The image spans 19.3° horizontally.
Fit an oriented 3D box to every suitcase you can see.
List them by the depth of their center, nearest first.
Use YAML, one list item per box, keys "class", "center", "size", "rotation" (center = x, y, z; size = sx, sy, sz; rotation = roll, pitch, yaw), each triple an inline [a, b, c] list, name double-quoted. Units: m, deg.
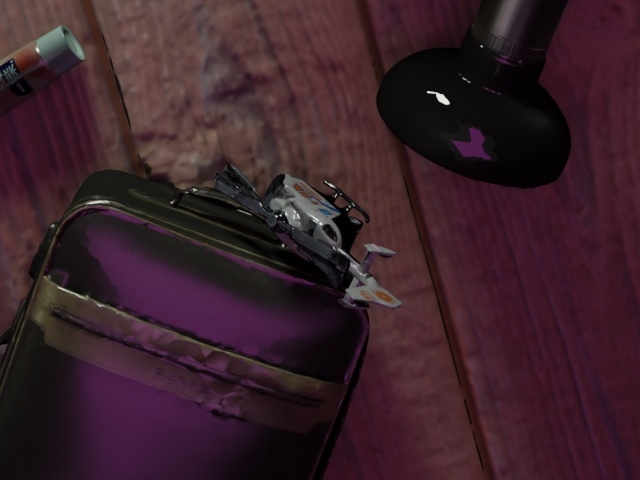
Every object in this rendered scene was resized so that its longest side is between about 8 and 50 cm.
- class: "suitcase"
  center: [-0.144, 0.164, 1.507]
  size: [0.283, 0.194, 0.434]
  rotation: [20, 101, -6]

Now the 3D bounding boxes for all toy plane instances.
- class: "toy plane"
  center: [0.001, 0.000, 1.391]
  size: [0.078, 0.197, 0.053]
  rotation: [10, 114, -41]

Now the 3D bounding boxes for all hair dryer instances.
- class: "hair dryer"
  center: [0.239, -0.178, 1.431]
  size: [0.284, 0.156, 0.320]
  rotation: [21, 115, -20]

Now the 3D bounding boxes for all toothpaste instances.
- class: "toothpaste"
  center: [-0.284, -0.107, 1.521]
  size: [0.205, 0.036, 0.056]
  rotation: [-31, 99, 11]
